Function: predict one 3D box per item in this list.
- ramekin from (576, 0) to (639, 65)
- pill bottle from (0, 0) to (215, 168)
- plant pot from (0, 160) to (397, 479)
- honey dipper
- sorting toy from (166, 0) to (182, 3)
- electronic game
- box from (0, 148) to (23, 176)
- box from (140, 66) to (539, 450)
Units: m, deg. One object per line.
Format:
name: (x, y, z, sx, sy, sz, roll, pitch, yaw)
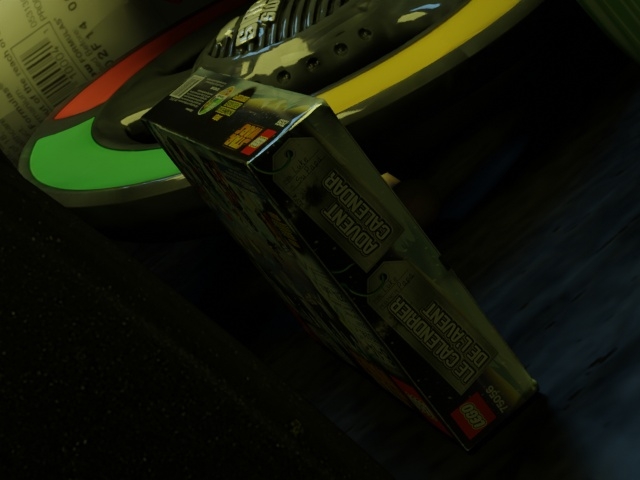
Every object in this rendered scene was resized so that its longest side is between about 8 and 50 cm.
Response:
ramekin: (0.168, -0.181, 0.539, 0.303, 0.148, 0.303, -35, 17, 12)
pill bottle: (-0.155, -0.076, 0.963, 0.229, 0.131, 0.131, -31, 18, 24)
plant pot: (-0.112, 0.062, 0.453, 0.187, 0.167, 0.188, -42, 18, -12)
honey dipper: (0.012, -0.028, 0.671, 0.030, 0.030, 0.160, -39, 18, -4)
sorting toy: (-0.047, -0.204, 0.848, 0.257, 0.089, 0.255, -18, 38, -11)
electronic game: (-0.007, -0.067, 0.681, 0.229, 0.048, 0.229, -22, 21, 9)
box: (-0.204, 0.019, 0.577, 0.216, 0.270, 0.060, -45, 17, -23)
box: (0.000, 0.000, 0.507, 0.027, 0.094, 0.137, -40, 16, -7)
